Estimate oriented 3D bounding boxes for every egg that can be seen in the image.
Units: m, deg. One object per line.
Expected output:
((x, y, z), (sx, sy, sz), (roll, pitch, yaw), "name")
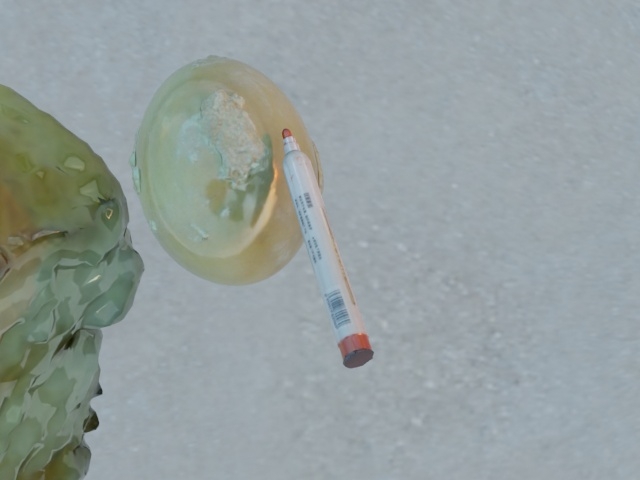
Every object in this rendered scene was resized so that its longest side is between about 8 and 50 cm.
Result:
((-0.079, -0.060, 1.244), (0.164, 0.164, 0.201), (-19, 77, 24), "egg")

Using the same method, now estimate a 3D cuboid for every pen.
((0.000, 0.000, 1.117), (0.026, 0.026, 0.218), (-32, 56, 21), "pen")

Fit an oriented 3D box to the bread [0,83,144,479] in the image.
((-0.261, 0.096, 0.581), (0.264, 0.239, 0.395), (32, 131, 18), "bread")
